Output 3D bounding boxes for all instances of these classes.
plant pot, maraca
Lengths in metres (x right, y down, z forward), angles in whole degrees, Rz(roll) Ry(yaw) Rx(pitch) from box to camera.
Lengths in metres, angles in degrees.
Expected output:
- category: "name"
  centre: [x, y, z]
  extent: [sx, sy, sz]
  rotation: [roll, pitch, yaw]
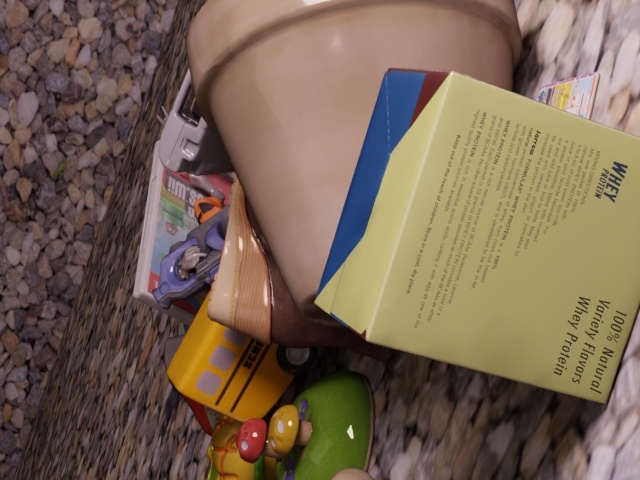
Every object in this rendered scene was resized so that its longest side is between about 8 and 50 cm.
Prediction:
- category: "plant pot"
  centre: [0.051, -0.078, 1.143]
  extent: [0.323, 0.323, 0.280]
  rotation: [137, 127, -58]
- category: "maraca"
  centre: [-0.082, 0.271, 1.495]
  extent: [0.127, 0.099, 0.186]
  rotation: [101, 164, -52]

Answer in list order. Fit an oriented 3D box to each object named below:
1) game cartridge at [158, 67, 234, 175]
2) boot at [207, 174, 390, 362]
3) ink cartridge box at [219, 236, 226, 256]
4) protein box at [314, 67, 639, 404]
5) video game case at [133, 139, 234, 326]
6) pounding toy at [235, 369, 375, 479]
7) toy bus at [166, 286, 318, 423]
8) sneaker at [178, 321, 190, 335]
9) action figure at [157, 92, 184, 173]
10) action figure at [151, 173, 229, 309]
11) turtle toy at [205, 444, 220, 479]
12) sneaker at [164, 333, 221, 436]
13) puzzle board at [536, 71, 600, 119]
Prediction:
- category: "game cartridge"
  centre: [-0.057, -0.211, 1.339]
  extent: [0.198, 0.062, 0.297]
  rotation: [-17, -43, -63]
- category: "boot"
  centre: [0.000, 0.000, 1.330]
  extent: [0.090, 0.206, 0.248]
  rotation: [89, -169, -75]
- category: "ink cartridge box"
  centre: [-0.055, -0.028, 1.535]
  extent: [0.056, 0.099, 0.135]
  rotation: [7, -79, -70]
- category: "protein box"
  centre: [0.132, -0.007, 0.933]
  extent: [0.136, 0.201, 0.200]
  rotation: [-151, 78, -71]
- category: "video game case"
  centre: [-0.179, 0.003, 1.841]
  extent: [0.025, 0.204, 0.285]
  rotation: [-29, 45, 37]
- category: "pounding toy"
  centre: [-0.025, 0.239, 1.334]
  extent: [0.237, 0.110, 0.183]
  rotation: [-100, 31, -54]
- category: "toy bus"
  centre: [-0.043, 0.047, 1.441]
  extent: [0.333, 0.130, 0.108]
  rotation: [-61, 19, 1]
- category: "sneaker"
  centre: [-0.213, 0.081, 1.986]
  extent: [0.240, 0.126, 0.091]
  rotation: [124, 154, -43]
- category: "action figure"
  centre: [-0.116, -0.198, 1.807]
  extent: [0.285, 0.185, 0.099]
  rotation: [-43, 49, 15]
- category: "action figure"
  centre: [-0.061, -0.026, 1.683]
  extent: [0.341, 0.178, 0.330]
  rotation: [-28, 47, 24]
- category: "turtle toy"
  centre: [-0.114, 0.314, 1.599]
  extent: [0.095, 0.066, 0.130]
  rotation: [140, 141, -63]
- category: "sneaker"
  centre: [-0.099, 0.190, 1.625]
  extent: [0.270, 0.145, 0.090]
  rotation: [65, -163, -60]
- category: "puzzle board"
  centre: [0.205, -0.083, 1.087]
  extent: [0.096, 0.011, 0.128]
  rotation: [175, 109, -71]
